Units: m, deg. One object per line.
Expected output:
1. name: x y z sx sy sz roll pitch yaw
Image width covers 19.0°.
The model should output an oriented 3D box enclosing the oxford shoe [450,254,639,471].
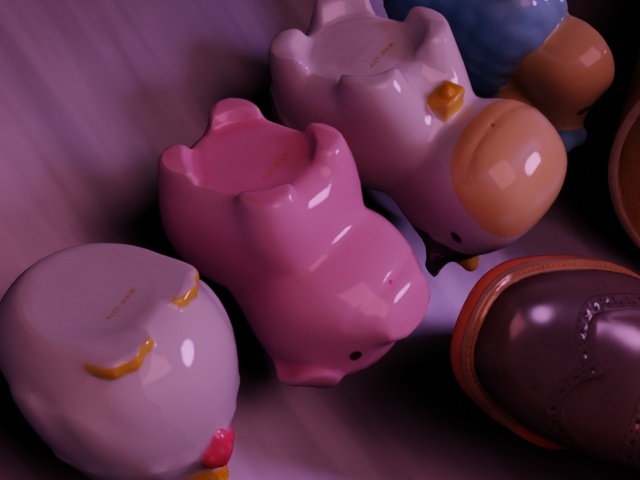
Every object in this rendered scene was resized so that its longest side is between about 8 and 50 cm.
1. oxford shoe: 0.178 0.074 0.935 0.271 0.098 0.097 19 91 -38

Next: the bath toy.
1. bath toy: 0.000 0.000 0.893 0.151 0.129 0.348 26 51 30

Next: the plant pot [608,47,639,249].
1. plant pot: 0.282 -0.126 1.037 0.237 0.237 0.254 26 51 -20
